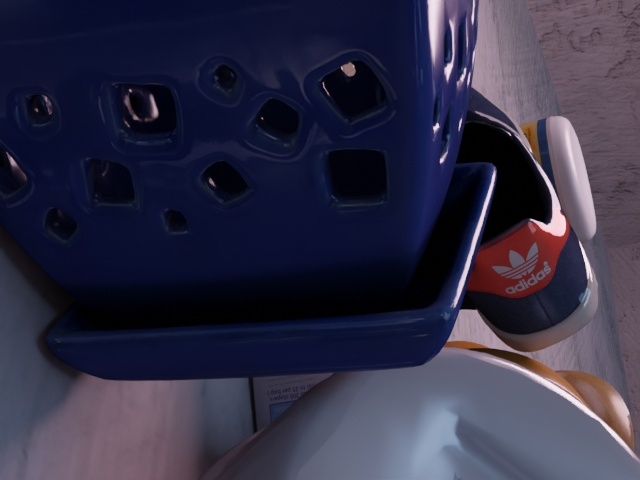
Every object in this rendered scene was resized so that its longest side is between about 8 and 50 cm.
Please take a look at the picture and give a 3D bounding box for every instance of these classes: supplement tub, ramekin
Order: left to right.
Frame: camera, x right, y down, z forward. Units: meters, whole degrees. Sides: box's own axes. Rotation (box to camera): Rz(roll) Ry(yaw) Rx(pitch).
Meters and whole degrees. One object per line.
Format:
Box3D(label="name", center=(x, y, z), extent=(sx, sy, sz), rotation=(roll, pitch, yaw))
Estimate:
Box3D(label="ramekin", center=(0.061, 0.188, 0.545), extent=(0.277, 0.135, 0.277), rotation=(15, 51, -19))
Box3D(label="supplement tub", center=(0.194, -0.048, 1.204), extent=(0.144, 0.200, 0.144), rotation=(-14, 90, -71))

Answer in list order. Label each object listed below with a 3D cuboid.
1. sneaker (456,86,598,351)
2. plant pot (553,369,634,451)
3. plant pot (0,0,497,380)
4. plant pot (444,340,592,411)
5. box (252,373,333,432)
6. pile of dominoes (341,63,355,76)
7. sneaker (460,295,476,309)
Box3D(label="sneaker", center=(0.119, -0.071, 0.924), extent=(0.148, 0.131, 0.350), rotation=(51, 7, -43))
Box3D(label="plant pot", center=(0.185, 0.218, 1.005), extent=(0.032, 0.236, 0.236), rotation=(36, 37, -22))
Box3D(label="plant pot", center=(-0.030, -0.060, 0.552), extent=(0.236, 0.236, 0.212), rotation=(-59, 140, -63))
Box3D(label="plant pot", center=(0.127, 0.174, 0.915), extent=(0.188, 0.205, 0.205), rotation=(-86, 160, -78))
Box3D(label="box", center=(0.023, 0.110, 0.755), extent=(0.103, 0.114, 0.203), rotation=(31, 50, -64))
Box3D(label="pile of dominoes", center=(0.023, -0.089, 1.035), extent=(0.196, 0.040, 0.251), rotation=(-44, 128, -69))
Box3D(label="sneaker", center=(0.111, 0.029, 1.010), extent=(0.217, 0.121, 0.079), rotation=(4, 86, -74))
